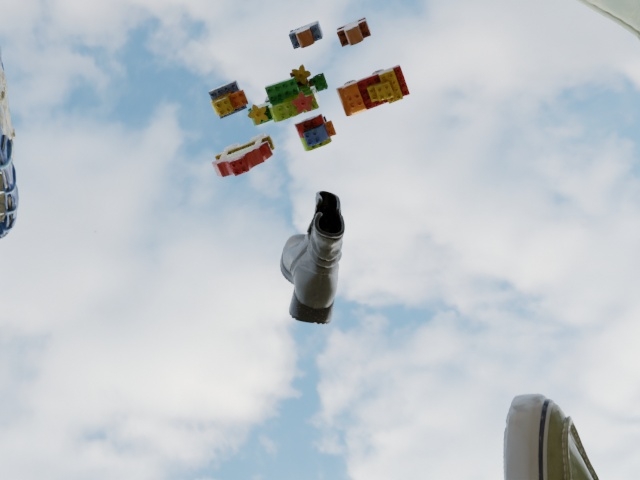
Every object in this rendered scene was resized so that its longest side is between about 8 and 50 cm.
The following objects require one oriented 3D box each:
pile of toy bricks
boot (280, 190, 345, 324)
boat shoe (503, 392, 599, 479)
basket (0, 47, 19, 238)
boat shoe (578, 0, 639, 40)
[{"bbox_3d":[-0.023,-0.139,0.836,0.212,0.105,0.118,-20,-70,9],"label":"pile of toy bricks"},{"bbox_3d":[0.000,0.000,1.222,0.083,0.246,0.161,9,-68,-10],"label":"boot"},{"bbox_3d":[0.231,0.269,0.723,0.094,0.109,0.302,-11,-78,29],"label":"boat shoe"},{"bbox_3d":[-0.393,-0.059,0.802,0.201,0.255,0.289,2,-126,-12],"label":"basket"},{"bbox_3d":[0.359,-0.304,0.953,0.305,0.109,0.091,40,-111,0],"label":"boat shoe"}]
